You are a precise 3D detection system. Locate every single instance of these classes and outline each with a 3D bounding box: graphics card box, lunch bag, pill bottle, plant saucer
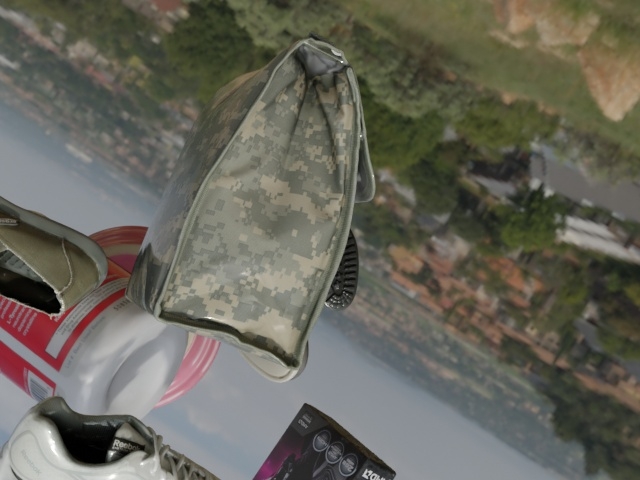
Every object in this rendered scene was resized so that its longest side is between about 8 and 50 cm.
[{"bbox_3d":[-0.048,0.510,1.881,0.094,0.371,0.233,37,177,-36],"label":"graphics card box"},{"bbox_3d":[-0.059,-0.044,0.980,0.169,0.287,0.235,21,174,-16],"label":"lunch bag"},{"bbox_3d":[-0.415,0.097,1.531,0.408,0.229,0.229,32,175,22],"label":"pill bottle"},{"bbox_3d":[-0.335,0.133,1.798,0.332,0.332,0.084,32,170,3],"label":"plant saucer"}]

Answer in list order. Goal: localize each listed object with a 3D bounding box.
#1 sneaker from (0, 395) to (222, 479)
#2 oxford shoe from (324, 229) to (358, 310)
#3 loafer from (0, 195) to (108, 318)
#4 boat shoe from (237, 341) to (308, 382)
[{"bbox_3d":[-0.170,0.242,1.008,0.292,0.118,0.110,22,-152,-15],"label":"sneaker"},{"bbox_3d":[0.000,0.000,1.553,0.083,0.227,0.096,-10,167,-18],"label":"oxford shoe"},{"bbox_3d":[-0.340,0.004,1.018,0.251,0.087,0.094,19,131,-2],"label":"loafer"},{"bbox_3d":[-0.095,0.054,1.365,0.095,0.112,0.335,3,-144,-46],"label":"boat shoe"}]
